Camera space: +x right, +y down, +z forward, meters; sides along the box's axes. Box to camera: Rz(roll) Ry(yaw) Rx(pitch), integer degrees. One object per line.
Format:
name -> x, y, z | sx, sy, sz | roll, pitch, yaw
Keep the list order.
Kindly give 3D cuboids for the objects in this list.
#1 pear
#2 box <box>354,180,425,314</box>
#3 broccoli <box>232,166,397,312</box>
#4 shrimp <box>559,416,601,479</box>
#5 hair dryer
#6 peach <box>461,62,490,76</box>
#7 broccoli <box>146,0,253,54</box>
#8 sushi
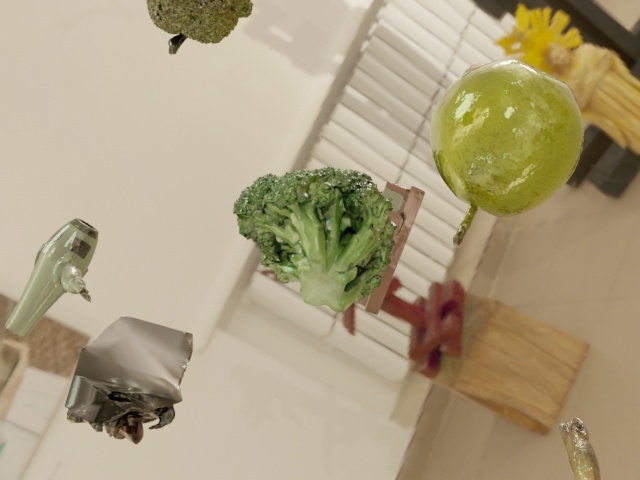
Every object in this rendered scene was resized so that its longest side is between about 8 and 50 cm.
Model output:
pear -> 0.198, -0.095, 1.029 | 0.216, 0.166, 0.180 | -70, 24, 15
box -> 0.133, 0.015, 1.954 | 0.215, 0.086, 0.215 | 104, -171, -59
broccoli -> 0.000, 0.000, 1.512 | 0.265, 0.294, 0.245 | -32, 26, 24
shrimp -> 0.551, 0.482, 1.875 | 0.058, 0.173, 0.253 | -21, 30, 14
hair dryer -> -0.462, 0.100, 1.552 | 0.229, 0.092, 0.267 | -48, 26, 15
peach -> 0.350, -0.301, 1.888 | 0.118, 0.151, 0.151 | -12, 50, 63
broccoli -> -0.117, -0.259, 0.901 | 0.130, 0.131, 0.120 | -23, -1, 29
sushi -> -0.399, 0.299, 1.870 | 0.227, 0.215, 0.212 | -95, 26, -61
